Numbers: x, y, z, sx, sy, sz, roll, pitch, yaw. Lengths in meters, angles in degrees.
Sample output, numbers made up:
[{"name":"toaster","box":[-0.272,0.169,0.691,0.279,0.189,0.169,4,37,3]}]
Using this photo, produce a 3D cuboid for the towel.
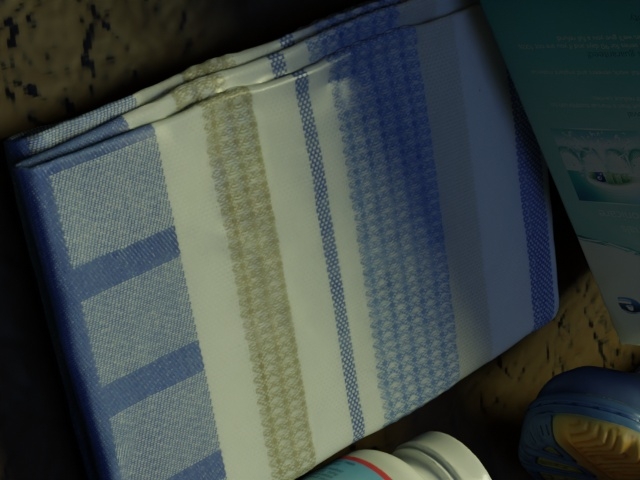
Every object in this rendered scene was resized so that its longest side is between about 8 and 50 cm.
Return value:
[{"name":"towel","box":[0.000,0.000,0.686,0.285,0.034,0.209,-27,118,-32]}]

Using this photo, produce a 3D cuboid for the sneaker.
[{"name":"sneaker","box":[0.215,0.095,0.865,0.296,0.112,0.130,23,75,-48]}]

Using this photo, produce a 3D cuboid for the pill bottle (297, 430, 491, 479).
[{"name":"pill bottle","box":[0.007,0.152,0.700,0.160,0.087,0.087,-25,118,-33]}]

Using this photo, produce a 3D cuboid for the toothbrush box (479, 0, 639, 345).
[{"name":"toothbrush box","box":[0.202,-0.116,0.736,0.216,0.126,0.295,-54,130,-31]}]
